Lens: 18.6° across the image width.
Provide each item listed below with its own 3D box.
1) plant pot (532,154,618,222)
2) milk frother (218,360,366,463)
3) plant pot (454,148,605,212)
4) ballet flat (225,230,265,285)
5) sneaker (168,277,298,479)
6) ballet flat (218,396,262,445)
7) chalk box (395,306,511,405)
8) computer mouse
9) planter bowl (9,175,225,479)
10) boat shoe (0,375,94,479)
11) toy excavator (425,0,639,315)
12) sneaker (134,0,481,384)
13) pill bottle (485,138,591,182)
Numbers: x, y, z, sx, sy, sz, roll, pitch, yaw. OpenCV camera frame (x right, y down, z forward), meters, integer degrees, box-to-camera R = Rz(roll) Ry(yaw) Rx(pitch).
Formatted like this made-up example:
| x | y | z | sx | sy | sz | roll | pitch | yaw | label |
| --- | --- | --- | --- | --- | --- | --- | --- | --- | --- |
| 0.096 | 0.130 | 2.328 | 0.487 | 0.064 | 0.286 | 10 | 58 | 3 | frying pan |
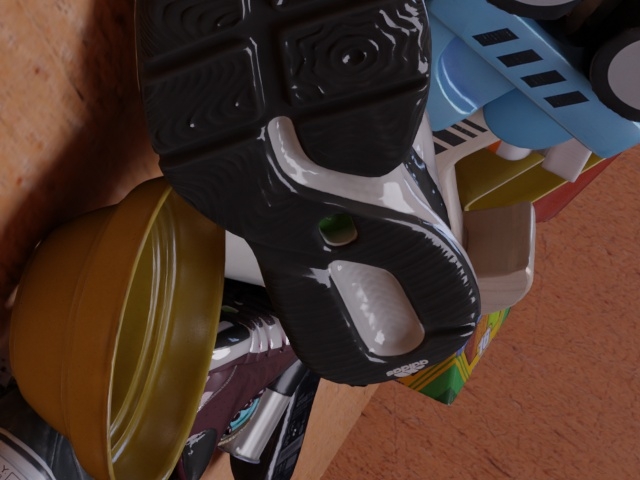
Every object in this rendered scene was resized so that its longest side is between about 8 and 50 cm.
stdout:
| x | y | z | sx | sy | sz | roll | pitch | yaw | label |
| --- | --- | --- | --- | --- | --- | --- | --- | --- | --- |
| 0.255 | -0.166 | 2.237 | 0.272 | 0.272 | 0.265 | -51 | 176 | -41 | plant pot |
| -0.040 | 0.163 | 2.021 | 0.135 | 0.143 | 0.129 | -61 | 178 | 4 | milk frother |
| 0.186 | -0.146 | 1.955 | 0.212 | 0.187 | 0.212 | -32 | 169 | -1 | plant pot |
| 0.000 | 0.000 | 1.732 | 0.139 | 0.139 | 0.400 | -59 | 171 | 0 | ballet flat |
| -0.095 | 0.125 | 1.673 | 0.281 | 0.106 | 0.162 | -8 | 120 | -68 | sneaker |
| -0.087 | 0.132 | 1.856 | 0.067 | 0.073 | 0.206 | -43 | -171 | 43 | ballet flat |
| 0.120 | 0.004 | 2.176 | 0.180 | 0.179 | 0.289 | -52 | 159 | -37 | chalk box |
| -0.051 | 0.190 | 2.331 | 0.188 | 0.072 | 0.272 | -18 | 126 | -74 | computer mouse |
| -0.133 | 0.051 | 1.208 | 0.217 | 0.090 | 0.217 | 11 | 90 | -77 | planter bowl |
| -0.185 | 0.192 | 1.377 | 0.119 | 0.121 | 0.335 | -50 | 167 | -24 | boat shoe |
| 0.137 | -0.139 | 1.564 | 0.445 | 0.433 | 0.222 | -25 | -138 | 36 | toy excavator |
| -0.025 | -0.128 | 1.216 | 0.447 | 0.169 | 0.257 | 71 | 3 | -50 | sneaker |
| 0.156 | -0.148 | 1.766 | 0.121 | 0.221 | 0.121 | -60 | 175 | -8 | pill bottle |
